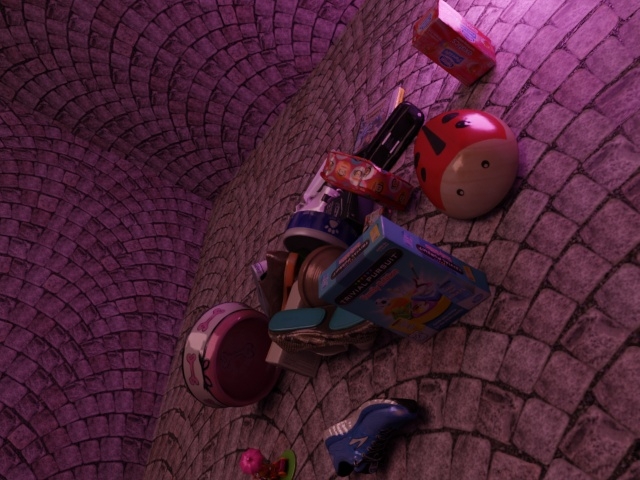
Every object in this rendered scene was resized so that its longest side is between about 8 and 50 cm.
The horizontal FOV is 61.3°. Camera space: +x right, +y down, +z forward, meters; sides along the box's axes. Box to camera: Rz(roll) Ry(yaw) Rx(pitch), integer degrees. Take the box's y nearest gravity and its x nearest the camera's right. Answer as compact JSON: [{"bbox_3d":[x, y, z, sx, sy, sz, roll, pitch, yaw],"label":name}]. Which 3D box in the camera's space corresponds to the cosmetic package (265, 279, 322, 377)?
[{"bbox_3d":[-0.057,0.308,1.905,0.113,0.160,0.309,-17,49,61],"label":"cosmetic package"}]

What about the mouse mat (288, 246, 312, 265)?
[{"bbox_3d":[-0.023,0.090,2.027,0.153,0.190,0.007,-23,37,57],"label":"mouse mat"}]

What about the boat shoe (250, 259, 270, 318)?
[{"bbox_3d":[-0.177,0.206,2.220,0.136,0.157,0.367,53,159,44],"label":"boat shoe"}]

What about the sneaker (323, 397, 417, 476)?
[{"bbox_3d":[0.137,0.504,1.367,0.330,0.130,0.147,-49,41,36],"label":"sneaker"}]

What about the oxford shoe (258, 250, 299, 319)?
[{"bbox_3d":[-0.169,0.178,2.060,0.130,0.133,0.363,-70,-5,-55],"label":"oxford shoe"}]

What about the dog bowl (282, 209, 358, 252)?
[{"bbox_3d":[0.000,0.000,1.979,0.265,0.265,0.104,-22,44,57],"label":"dog bowl"}]

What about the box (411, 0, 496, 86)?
[{"bbox_3d":[0.435,-0.637,1.755,0.128,0.257,0.122,-38,32,45],"label":"box"}]

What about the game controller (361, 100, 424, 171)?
[{"bbox_3d":[0.270,-0.379,2.072,0.319,0.067,0.166,-54,48,21],"label":"game controller"}]

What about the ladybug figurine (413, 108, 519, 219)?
[{"bbox_3d":[0.389,-0.241,1.548,0.305,0.162,0.449,-55,24,19],"label":"ladybug figurine"}]

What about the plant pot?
[{"bbox_3d":[0.054,0.137,1.766,0.110,0.237,0.237,10,74,58],"label":"plant pot"}]

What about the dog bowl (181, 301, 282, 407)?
[{"bbox_3d":[-0.306,0.437,2.028,0.150,0.408,0.407,-2,62,45],"label":"dog bowl"}]

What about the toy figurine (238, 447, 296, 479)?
[{"bbox_3d":[-0.191,0.726,1.734,0.173,0.159,0.130,-44,29,38],"label":"toy figurine"}]

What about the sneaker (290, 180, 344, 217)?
[{"bbox_3d":[0.036,-0.152,2.279,0.330,0.122,0.146,-42,57,13],"label":"sneaker"}]

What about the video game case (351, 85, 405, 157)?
[{"bbox_3d":[0.241,-0.492,2.295,0.275,0.035,0.248,-27,42,54],"label":"video game case"}]

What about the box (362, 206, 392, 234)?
[{"bbox_3d":[0.189,-0.012,1.885,0.114,0.036,0.206,-31,38,51],"label":"box"}]

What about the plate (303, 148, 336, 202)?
[{"bbox_3d":[0.029,-0.262,2.481,0.277,0.045,0.278,-58,24,15],"label":"plate"}]

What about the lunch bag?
[{"bbox_3d":[0.169,-0.201,1.851,0.293,0.258,0.120,29,99,45],"label":"lunch bag"}]

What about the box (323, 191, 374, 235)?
[{"bbox_3d":[0.099,-0.090,2.067,0.207,0.108,0.153,-31,38,51],"label":"box"}]

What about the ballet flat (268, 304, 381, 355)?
[{"bbox_3d":[0.053,0.272,1.660,0.483,0.182,0.164,-17,30,37],"label":"ballet flat"}]

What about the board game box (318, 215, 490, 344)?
[{"bbox_3d":[0.204,0.112,1.336,0.254,0.336,0.079,-47,28,35],"label":"board game box"}]
